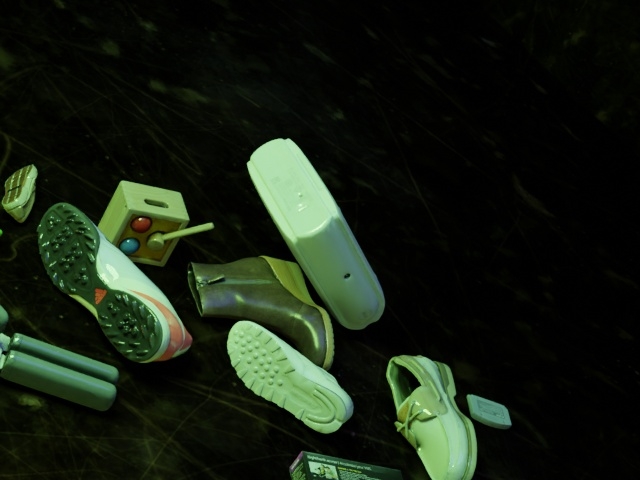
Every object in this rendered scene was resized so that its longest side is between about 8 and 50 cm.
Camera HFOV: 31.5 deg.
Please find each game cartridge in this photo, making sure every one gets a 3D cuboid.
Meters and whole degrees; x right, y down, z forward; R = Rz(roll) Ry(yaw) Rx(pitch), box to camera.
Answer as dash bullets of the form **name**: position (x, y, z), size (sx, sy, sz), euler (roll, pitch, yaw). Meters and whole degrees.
- **game cartridge**: position (0.303, 0.310, 2.046), size (0.083, 0.017, 0.056), euler (21, 29, -19)

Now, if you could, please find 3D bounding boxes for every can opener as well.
- **can opener**: position (-0.406, 0.153, 1.560), size (0.280, 0.093, 0.074), euler (27, 30, -19)

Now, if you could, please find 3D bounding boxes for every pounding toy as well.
- **pounding toy**: position (-0.273, -0.022, 1.878), size (0.141, 0.130, 0.100), euler (11, 37, -32)

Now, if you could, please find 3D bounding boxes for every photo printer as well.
- **photo printer**: position (0.000, 0.000, 1.992), size (0.256, 0.107, 0.308), euler (59, -1, 44)

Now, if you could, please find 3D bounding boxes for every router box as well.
- **router box**: position (0.051, 0.389, 1.676), size (0.178, 0.046, 0.133), euler (17, 34, -25)

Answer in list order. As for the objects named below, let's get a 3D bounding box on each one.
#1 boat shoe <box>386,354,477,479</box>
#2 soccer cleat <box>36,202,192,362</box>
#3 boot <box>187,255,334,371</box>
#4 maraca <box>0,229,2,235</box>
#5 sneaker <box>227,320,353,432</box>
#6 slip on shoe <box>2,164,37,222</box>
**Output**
- **boat shoe**: position (0.173, 0.297, 1.865), size (0.103, 0.113, 0.302), euler (20, 22, -17)
- **soccer cleat**: position (-0.322, 0.067, 1.757), size (0.318, 0.109, 0.116), euler (45, 13, 24)
- **boot**: position (-0.102, 0.127, 1.898), size (0.206, 0.090, 0.248), euler (-1, 44, -27)
- **maraca**: position (-0.543, -0.031, 1.686), size (0.127, 0.099, 0.185), euler (32, 6, 4)
- **sneaker**: position (-0.049, 0.213, 1.814), size (0.235, 0.090, 0.095), euler (41, 19, 7)
- **slip on shoe**: position (-0.485, -0.077, 1.855), size (0.135, 0.051, 0.041), euler (-103, 168, -60)
